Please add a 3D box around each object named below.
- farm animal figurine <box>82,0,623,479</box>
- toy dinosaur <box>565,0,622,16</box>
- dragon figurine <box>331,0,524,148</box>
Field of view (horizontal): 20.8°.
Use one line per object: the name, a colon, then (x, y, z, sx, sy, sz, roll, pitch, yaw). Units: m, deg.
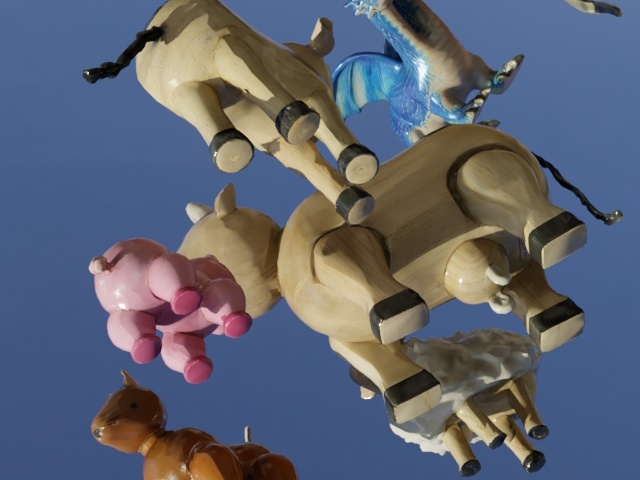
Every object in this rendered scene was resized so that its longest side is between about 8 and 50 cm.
farm animal figurine: (0.000, 0.000, 0.959, 0.326, 0.330, 0.172, -11, -138, -27)
toy dinosaur: (0.191, -0.269, 1.559, 0.268, 0.064, 0.118, 45, -154, 25)
dragon figurine: (0.064, -0.119, 1.342, 0.144, 0.289, 0.085, 36, -118, 12)
